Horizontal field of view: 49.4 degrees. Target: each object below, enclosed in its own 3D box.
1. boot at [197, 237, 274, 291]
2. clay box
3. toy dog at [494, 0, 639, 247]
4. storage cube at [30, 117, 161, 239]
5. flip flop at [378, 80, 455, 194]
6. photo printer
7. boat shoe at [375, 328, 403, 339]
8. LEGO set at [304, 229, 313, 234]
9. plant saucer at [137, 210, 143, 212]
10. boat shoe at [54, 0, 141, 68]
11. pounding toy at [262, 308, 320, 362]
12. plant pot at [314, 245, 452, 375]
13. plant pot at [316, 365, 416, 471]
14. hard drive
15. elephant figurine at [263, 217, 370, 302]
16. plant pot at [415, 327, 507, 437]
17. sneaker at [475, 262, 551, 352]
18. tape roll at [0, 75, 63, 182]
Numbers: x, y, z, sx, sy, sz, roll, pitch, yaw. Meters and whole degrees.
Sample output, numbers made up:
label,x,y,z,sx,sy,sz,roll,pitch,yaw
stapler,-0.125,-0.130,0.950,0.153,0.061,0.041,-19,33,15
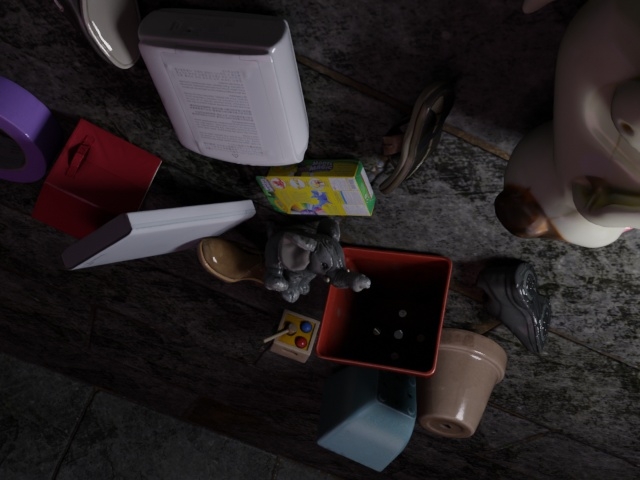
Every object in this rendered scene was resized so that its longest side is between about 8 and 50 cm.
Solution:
label,x,y,z,sx,sy,sz,roll,pitch,yaw
boot,-0.161,0.043,1.656,0.115,0.112,0.305,-23,154,32
clay box,-0.011,-0.108,1.425,0.222,0.053,0.127,4,146,24
toy dog,0.401,-0.135,0.970,0.395,0.284,0.408,29,149,6
storage cube,-0.493,-0.116,1.533,0.193,0.183,0.215,27,147,-17
flip flop,0.151,-0.180,1.197,0.080,0.112,0.277,40,154,14
photo printer,-0.154,-0.251,1.221,0.256,0.107,0.307,9,148,15
boat shoe,0.177,0.231,1.864,0.133,0.049,0.042,40,150,-25
LEGO set,0.000,-0.002,1.619,0.083,0.023,0.054,36,134,0
plant saucer,-0.462,-0.010,1.822,0.195,0.037,0.195,14,149,8
boat shoe,-0.385,-0.424,1.085,0.095,0.112,0.335,19,148,33
pounding toy,-0.088,0.271,1.982,0.141,0.130,0.100,20,148,-4
plant pot,0.166,0.189,1.632,0.267,0.267,0.236,7,160,18
plant pot,0.168,0.516,2.146,0.247,0.248,0.252,29,131,-16
hard drive,-0.336,-0.016,1.493,0.233,0.047,0.353,-25,172,35
elephant figurine,-0.012,0.030,1.530,0.186,0.169,0.239,35,142,-21
plant pot,0.354,0.391,1.856,0.263,0.229,0.263,12,147,8
sneaker,0.439,0.149,1.572,0.130,0.109,0.286,1,136,36
tape roll,-0.716,-0.247,1.530,0.275,0.090,0.275,14,149,8
